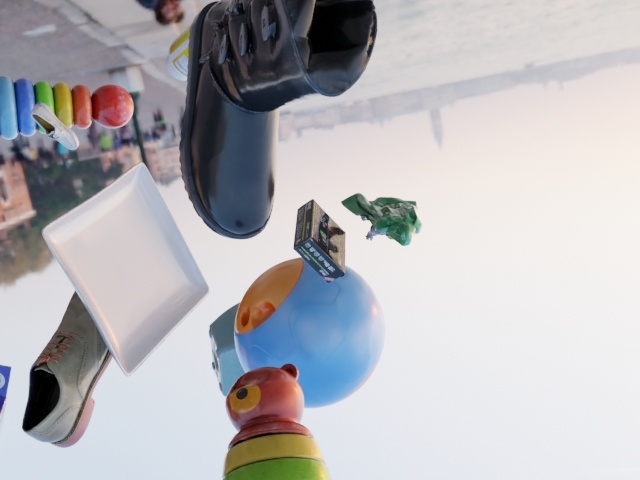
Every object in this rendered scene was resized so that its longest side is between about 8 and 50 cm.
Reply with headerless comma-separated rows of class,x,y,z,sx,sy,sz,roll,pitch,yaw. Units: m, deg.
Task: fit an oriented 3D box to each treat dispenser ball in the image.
treat dispenser ball,-0.021,0.173,1.544,0.288,0.288,0.288,-11,-171,2

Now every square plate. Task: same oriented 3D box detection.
square plate,-0.404,0.054,1.715,0.049,0.347,0.344,-14,-159,32

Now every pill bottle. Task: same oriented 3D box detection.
pill bottle,-0.313,-0.492,2.090,0.117,0.117,0.215,-19,178,-40

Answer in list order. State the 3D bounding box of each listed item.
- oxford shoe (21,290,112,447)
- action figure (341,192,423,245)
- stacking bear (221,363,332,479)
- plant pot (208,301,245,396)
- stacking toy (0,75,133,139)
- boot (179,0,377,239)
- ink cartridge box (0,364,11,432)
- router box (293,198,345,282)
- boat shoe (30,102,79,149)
oxford shoe,-0.506,0.235,1.635,0.123,0.348,0.130,-1,159,22
action figure,0.117,-0.032,1.352,0.137,0.063,0.232,-5,-167,-5
stacking bear,-0.065,0.307,1.088,0.175,0.288,0.164,-24,146,24
plant pot,-0.161,0.296,2.165,0.252,0.247,0.248,-8,-154,-16
stacking toy,-0.539,-0.268,1.604,0.331,0.141,0.141,-6,-173,-20
boot,-0.057,-0.182,1.052,0.146,0.366,0.445,-8,-176,-27
ink cartridge box,-0.662,0.383,1.415,0.176,0.370,0.069,12,-168,-13
router box,0.000,0.000,1.362,0.038,0.092,0.122,-32,-152,22
boat shoe,-0.450,-0.185,1.368,0.035,0.100,0.035,-14,-140,26
